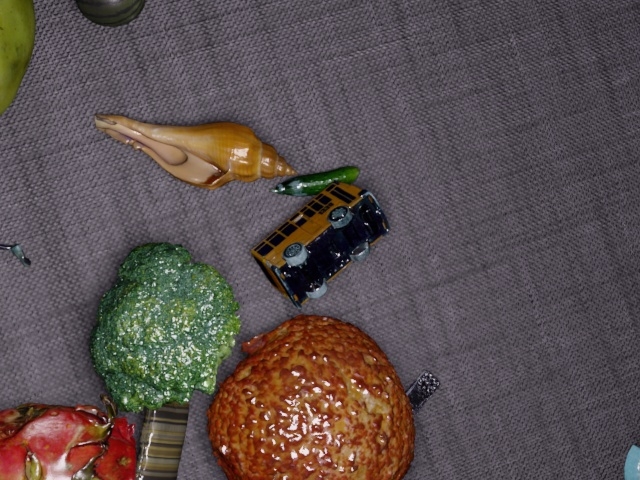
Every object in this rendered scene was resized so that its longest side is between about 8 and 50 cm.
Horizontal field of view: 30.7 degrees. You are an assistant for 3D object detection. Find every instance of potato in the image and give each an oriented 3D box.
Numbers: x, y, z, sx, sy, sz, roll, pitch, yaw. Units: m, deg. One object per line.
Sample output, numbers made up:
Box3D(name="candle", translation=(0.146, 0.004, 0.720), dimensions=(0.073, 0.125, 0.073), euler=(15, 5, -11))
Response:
Box3D(name="potato", translation=(-0.530, -0.306, 1.705), dimensions=(0.215, 0.216, 0.304), euler=(5, 73, -13))

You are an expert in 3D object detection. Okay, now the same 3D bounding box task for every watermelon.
Box3D(name="watermelon", translation=(-0.313, -0.385, 1.806), dimensions=(0.133, 0.105, 0.105), euler=(-7, 88, 6))

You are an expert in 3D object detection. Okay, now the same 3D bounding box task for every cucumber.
Box3D(name="cucumber", translation=(-0.007, -0.092, 1.899), dimensions=(0.155, 0.037, 0.037), euler=(-13, 89, -13))

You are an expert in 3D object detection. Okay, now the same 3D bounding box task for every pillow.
Box3D(name="pillow", translation=(-0.249, 0.344, 1.786), dimensions=(0.038, 0.113, 0.203), euler=(7, 82, 26))

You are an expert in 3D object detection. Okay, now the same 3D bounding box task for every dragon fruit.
Box3D(name="dragon fruit", translation=(-0.411, 0.345, 1.666), dimensions=(0.291, 0.269, 0.250), euler=(10, 74, -15))

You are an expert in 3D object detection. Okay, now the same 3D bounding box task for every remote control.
Box3D(name="remote control", translation=(0.156, 0.259, 1.926), dimensions=(0.039, 0.014, 0.096), euler=(44, 77, -7))

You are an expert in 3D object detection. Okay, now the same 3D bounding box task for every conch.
Box3D(name="conch", translation=(-0.196, -0.145, 1.840), dimensions=(0.330, 0.093, 0.109), euler=(14, 101, 8))

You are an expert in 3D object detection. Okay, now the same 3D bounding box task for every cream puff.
Box3D(name="cream puff", translation=(-0.007, 0.285, 1.779), dimensions=(0.350, 0.228, 0.351), euler=(2, 83, -14))

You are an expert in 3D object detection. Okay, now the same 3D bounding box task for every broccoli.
Box3D(name="broccoli", translation=(-0.225, 0.131, 1.729), dimensions=(0.269, 0.241, 0.262), euler=(-10, 66, 24))

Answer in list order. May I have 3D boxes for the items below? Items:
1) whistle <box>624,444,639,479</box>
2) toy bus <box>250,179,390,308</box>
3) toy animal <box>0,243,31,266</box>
Box3D(name="whistle", translation=(0.562, 0.431, 1.975), dimensions=(0.186, 0.093, 0.274), euler=(20, 78, -38))
Box3D(name="toy bus", translation=(0.000, 0.000, 1.853), dimensions=(0.201, 0.114, 0.098), euler=(-40, 127, -13))
Box3D(name="toy animal", translation=(-0.568, 0.055, 1.748), dimensions=(0.253, 0.070, 0.079), euler=(-31, 129, -25))
